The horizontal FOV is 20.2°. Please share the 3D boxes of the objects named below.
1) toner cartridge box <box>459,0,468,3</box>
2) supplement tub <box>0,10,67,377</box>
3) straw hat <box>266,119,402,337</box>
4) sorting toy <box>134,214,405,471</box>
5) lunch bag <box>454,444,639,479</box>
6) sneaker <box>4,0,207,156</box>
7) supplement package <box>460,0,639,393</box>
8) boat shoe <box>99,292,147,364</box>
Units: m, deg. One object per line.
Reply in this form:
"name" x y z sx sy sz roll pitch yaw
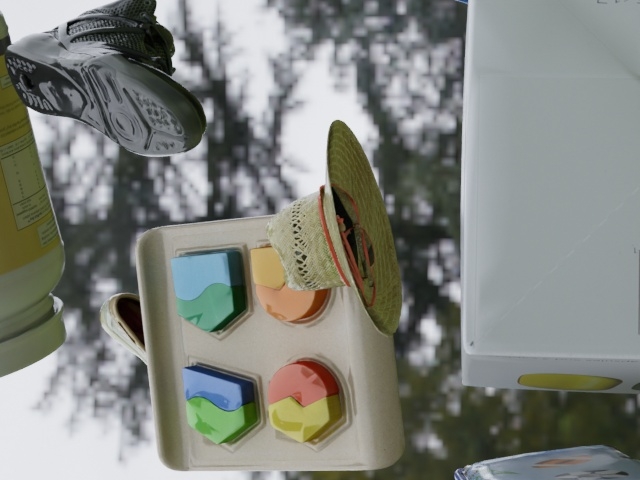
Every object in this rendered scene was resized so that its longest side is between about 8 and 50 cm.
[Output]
"toner cartridge box" 0.066 -0.275 1.316 0.075 0.348 0.165 -91 21 -44
"supplement tub" -0.375 -0.041 1.676 0.241 0.241 0.331 -48 -53 -68
"straw hat" 0.000 0.000 1.099 0.144 0.061 0.144 -16 -90 -76
"sorting toy" -0.045 0.079 1.345 0.038 0.208 0.193 -9 -87 -61
"lunch bag" 0.134 0.235 0.916 0.303 0.115 0.243 45 -140 -88
"sneaker" -0.146 -0.141 1.452 0.130 0.227 0.087 -36 -55 -27
"supplement package" 0.170 -0.028 0.888 0.262 0.199 0.198 62 -150 -81
"boat shoe" -0.127 0.091 1.520 0.050 0.135 0.045 -60 5 -20
